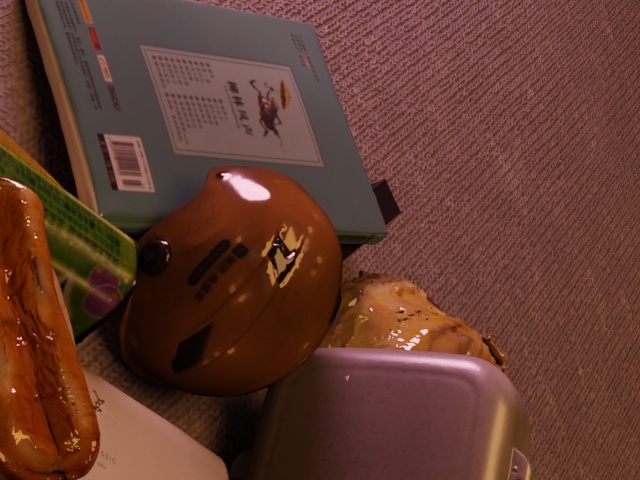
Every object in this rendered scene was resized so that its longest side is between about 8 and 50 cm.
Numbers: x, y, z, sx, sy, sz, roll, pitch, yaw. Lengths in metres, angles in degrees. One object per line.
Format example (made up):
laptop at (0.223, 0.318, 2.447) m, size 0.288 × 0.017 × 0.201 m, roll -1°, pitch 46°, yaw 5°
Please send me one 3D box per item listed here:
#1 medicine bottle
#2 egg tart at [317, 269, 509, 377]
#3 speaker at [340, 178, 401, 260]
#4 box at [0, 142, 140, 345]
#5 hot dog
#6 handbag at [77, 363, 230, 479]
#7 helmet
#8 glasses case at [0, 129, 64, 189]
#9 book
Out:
medicine bottle at (0.042, 0.279, 1.345) m, size 0.123 × 0.282 × 0.375 m, roll 55°, pitch 43°, yaw -56°
egg tart at (0.113, 0.192, 1.610) m, size 0.352 × 0.150 × 0.352 m, roll 22°, pitch 62°, yaw -49°
speaker at (0.000, 0.000, 1.592) m, size 0.218 × 0.082 × 0.044 m, roll -38°, pitch 106°, yaw -56°
box at (-0.297, -0.038, 1.132) m, size 0.345 × 0.134 × 0.097 m, roll 38°, pitch 26°, yaw -35°
hot dog at (-0.212, 0.070, 1.009) m, size 0.102 × 0.076 × 0.249 m, roll 7°, pitch 55°, yaw -44°
handbag at (-0.231, 0.182, 1.121) m, size 0.358 × 0.160 × 0.236 m, roll 41°, pitch 37°, yaw -36°
helmet at (-0.063, 0.050, 1.350) m, size 0.224 × 0.130 × 0.198 m, roll -56°, pitch 136°, yaw -8°
glasses case at (-0.292, -0.067, 1.222) m, size 0.234 × 0.064 × 0.079 m, roll 44°, pitch 62°, yaw -35°
book at (-0.102, -0.120, 1.469) m, size 0.379 × 0.031 × 0.264 m, roll 4°, pitch 62°, yaw -46°
